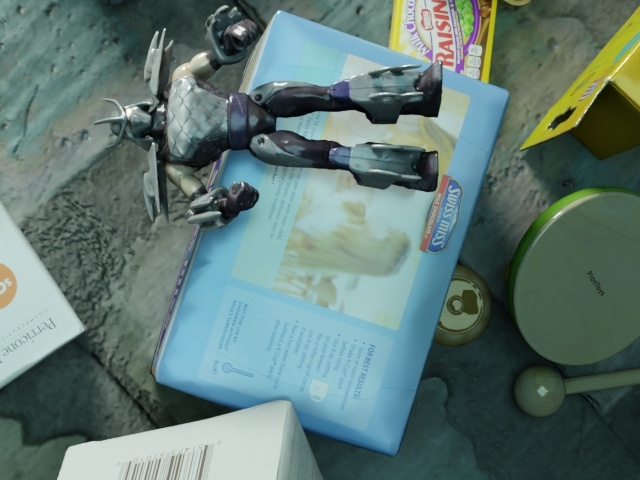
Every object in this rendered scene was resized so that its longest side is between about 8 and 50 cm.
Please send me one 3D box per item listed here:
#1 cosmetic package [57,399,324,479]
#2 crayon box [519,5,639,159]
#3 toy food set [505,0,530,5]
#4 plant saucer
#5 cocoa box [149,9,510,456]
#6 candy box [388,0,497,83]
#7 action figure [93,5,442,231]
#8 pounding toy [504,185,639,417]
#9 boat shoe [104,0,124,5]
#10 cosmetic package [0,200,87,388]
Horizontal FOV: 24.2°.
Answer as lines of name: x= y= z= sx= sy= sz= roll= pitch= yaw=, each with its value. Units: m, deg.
cosmetic package: x=-0.066 y=0.349 z=1.289 sx=0.217 sy=0.156 sz=0.385 roll=-13 pitch=119 yaw=12
crayon box: x=0.344 y=-0.192 z=1.456 sx=0.081 sy=0.202 sz=0.318 roll=42 pitch=84 yaw=-3
toy food set: x=0.200 y=-0.281 z=1.515 sx=0.083 sy=0.020 sz=0.082 roll=14 pitch=81 yaw=-38
plant saucer: x=0.135 y=0.065 z=1.505 sx=0.083 sy=0.015 sz=0.083 roll=0 pitch=87 yaw=-7
cocoa box: x=0.000 y=0.000 z=1.384 sx=0.231 sy=0.228 sz=0.347 roll=18 pitch=84 yaw=-6
candy box: x=0.127 y=-0.245 z=1.518 sx=0.105 sy=0.027 sz=0.205 roll=7 pitch=85 yaw=-5
action figure: x=-0.044 y=-0.099 z=1.225 sx=0.285 sy=0.099 sz=0.185 roll=1 pitch=90 yaw=0
pounding toy: x=0.250 y=0.043 z=1.492 sx=0.183 sy=0.110 sz=0.236 roll=-16 pitch=117 yaw=-18
boat shoe: x=-0.260 y=-0.339 z=1.444 sx=0.079 sy=0.095 sz=0.254 roll=-43 pitch=101 yaw=-19
cosmetic package: x=-0.453 y=0.074 z=1.391 sx=0.377 sy=0.097 sz=0.284 roll=-35 pitch=94 yaw=-8
